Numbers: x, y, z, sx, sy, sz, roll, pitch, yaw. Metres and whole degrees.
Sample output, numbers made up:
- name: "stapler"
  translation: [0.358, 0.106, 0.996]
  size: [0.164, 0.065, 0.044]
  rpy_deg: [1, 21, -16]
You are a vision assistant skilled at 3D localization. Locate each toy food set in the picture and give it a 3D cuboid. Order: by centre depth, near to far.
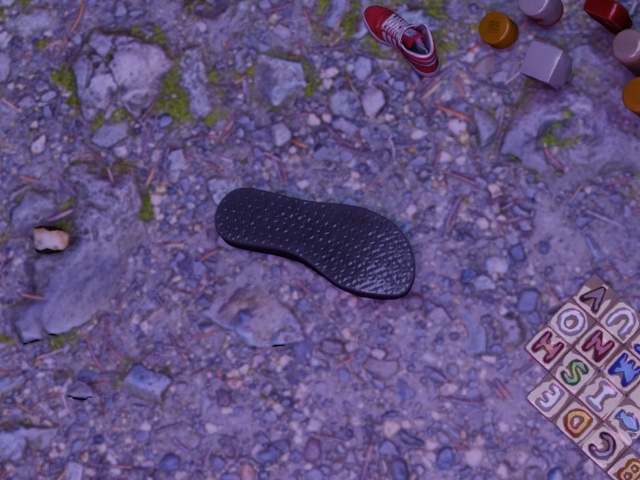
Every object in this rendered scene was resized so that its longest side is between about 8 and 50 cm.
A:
- name: "toy food set"
  translation: [0.307, -0.220, 1.346]
  size: [0.232, 0.104, 0.111]
  rpy_deg: [27, 97, 30]

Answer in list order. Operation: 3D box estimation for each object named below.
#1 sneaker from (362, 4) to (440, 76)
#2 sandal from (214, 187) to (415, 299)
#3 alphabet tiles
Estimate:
- name: "sneaker"
  translation: [0.095, -0.247, 1.380]
  size: [0.118, 0.067, 0.042]
  rpy_deg: [43, 87, 14]
- name: "sandal"
  translation: [0.000, -0.001, 1.359]
  size: [0.255, 0.054, 0.097]
  rpy_deg: [21, 75, 22]
- name: "alphabet tiles"
  translation: [0.353, 0.158, 1.290]
  size: [0.237, 0.009, 0.198]
  rpy_deg: [44, 88, 13]
